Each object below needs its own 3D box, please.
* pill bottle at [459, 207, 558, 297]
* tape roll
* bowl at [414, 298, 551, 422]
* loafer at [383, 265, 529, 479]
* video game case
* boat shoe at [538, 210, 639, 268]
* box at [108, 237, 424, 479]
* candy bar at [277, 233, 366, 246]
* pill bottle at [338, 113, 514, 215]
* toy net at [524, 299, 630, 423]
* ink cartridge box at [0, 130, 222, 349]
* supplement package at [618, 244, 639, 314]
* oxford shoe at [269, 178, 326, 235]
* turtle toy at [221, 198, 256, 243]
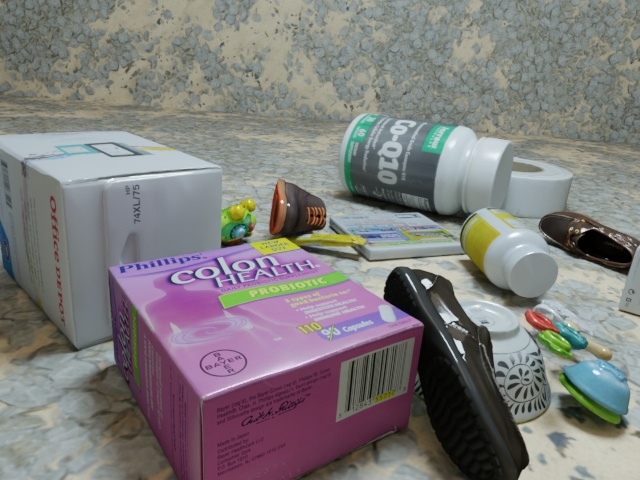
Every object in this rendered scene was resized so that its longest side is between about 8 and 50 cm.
[{"bbox_3d":[0.302,0.019,0.827,0.103,0.103,0.184,2,20,-5],"label":"pill bottle"},{"bbox_3d":[0.491,-0.147,1.323,0.286,0.100,0.286,3,20,-1],"label":"tape roll"},{"bbox_3d":[0.176,0.116,0.570,0.170,0.080,0.170,5,21,-2],"label":"bowl"},{"bbox_3d":[0.133,0.111,0.470,0.078,0.080,0.220,-7,55,-20],"label":"loafer"},{"bbox_3d":[0.149,-0.013,0.995,0.212,0.023,0.193,-3,21,-21],"label":"video game case"},{"bbox_3d":[0.510,-0.005,0.978,0.073,0.073,0.207,-10,24,-38],"label":"boat shoe"},{"bbox_3d":[-0.065,0.102,0.503,0.214,0.117,0.243,-10,24,-34],"label":"box"},{"bbox_3d":[0.000,0.000,0.905,0.162,0.018,0.040,0,16,15],"label":"candy bar"},{"bbox_3d":[0.242,-0.173,1.189,0.361,0.204,0.204,16,23,29],"label":"pill bottle"},{"bbox_3d":[0.282,0.118,0.606,0.122,0.045,0.232,30,16,5],"label":"toy net"},{"bbox_3d":[-0.288,-0.024,0.683,0.197,0.198,0.270,-14,28,-43],"label":"ink cartridge box"},{"bbox_3d":[0.553,0.068,0.743,0.179,0.105,0.105,19,24,33],"label":"supplement package"},{"bbox_3d":[-0.035,-0.058,0.934,0.098,0.096,0.271,10,10,1],"label":"oxford shoe"},{"bbox_3d":[-0.156,-0.032,0.917,0.095,0.066,0.130,-14,12,20],"label":"turtle toy"}]
